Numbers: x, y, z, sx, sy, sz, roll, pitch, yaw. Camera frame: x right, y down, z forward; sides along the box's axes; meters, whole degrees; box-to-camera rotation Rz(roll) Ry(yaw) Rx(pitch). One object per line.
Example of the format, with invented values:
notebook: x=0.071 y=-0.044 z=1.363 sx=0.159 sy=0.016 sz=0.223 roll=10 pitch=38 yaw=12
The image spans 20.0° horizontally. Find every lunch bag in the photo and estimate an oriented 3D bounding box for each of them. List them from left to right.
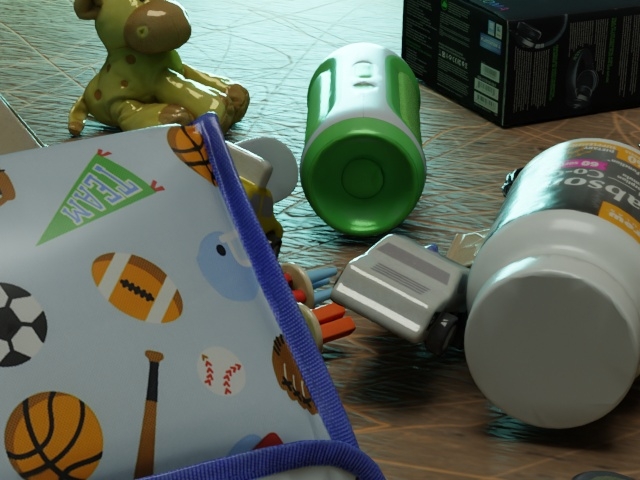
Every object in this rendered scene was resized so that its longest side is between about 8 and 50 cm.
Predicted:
lunch bag: x=-0.152 y=0.149 z=0.986 sx=0.328 sy=0.239 sz=0.385 roll=-11 pitch=67 yaw=-27

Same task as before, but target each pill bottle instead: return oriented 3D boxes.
pill bottle: x=0.206 y=0.032 z=1.465 sx=0.162 sy=0.162 sz=0.278 roll=6 pitch=23 yaw=13

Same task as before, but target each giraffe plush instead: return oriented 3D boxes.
giraffe plush: x=-0.192 y=-0.210 z=2.032 sx=0.210 sy=0.170 sz=0.181 roll=9 pitch=24 yaw=19

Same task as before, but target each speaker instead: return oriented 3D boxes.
speaker: x=0.044 y=-0.108 z=1.846 sx=0.131 sy=0.131 sz=0.296 roll=1 pitch=23 yaw=1

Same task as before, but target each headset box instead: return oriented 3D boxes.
headset box: x=0.279 y=-0.250 z=2.195 sx=0.283 sy=0.131 sz=0.246 roll=-9 pitch=25 yaw=-24

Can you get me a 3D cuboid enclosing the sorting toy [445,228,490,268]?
sorting toy: x=0.145 y=0.016 z=1.680 sx=0.062 sy=0.012 sz=0.083 roll=-8 pitch=32 yaw=29

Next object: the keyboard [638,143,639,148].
keyboard: x=0.346 y=-0.028 z=1.604 sx=0.038 sy=0.192 sz=0.100 roll=-40 pitch=31 yaw=0

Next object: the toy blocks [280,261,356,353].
toy blocks: x=-0.022 y=0.061 z=1.528 sx=0.148 sy=0.054 sz=0.123 roll=-16 pitch=27 yaw=-37

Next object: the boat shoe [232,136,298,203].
boat shoe: x=-0.148 y=-0.040 z=1.751 sx=0.258 sy=0.095 sz=0.084 roll=-8 pitch=-5 yaw=-27

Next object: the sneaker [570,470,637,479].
sneaker: x=0.276 y=0.196 z=1.118 sx=0.111 sy=0.121 sz=0.300 roll=-20 pitch=30 yaw=-41

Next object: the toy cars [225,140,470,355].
toy cars: x=0.000 y=0.000 z=1.414 sx=0.394 sy=0.087 sz=0.176 roll=21 pitch=7 yaw=-34

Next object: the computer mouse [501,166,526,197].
computer mouse: x=0.317 y=-0.029 z=1.752 sx=0.272 sy=0.072 sz=0.188 roll=-10 pitch=24 yaw=5

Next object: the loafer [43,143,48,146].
loafer: x=-0.255 y=-0.010 z=1.589 sx=0.366 sy=0.133 sz=0.130 roll=9 pitch=23 yaw=19

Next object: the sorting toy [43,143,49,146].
sorting toy: x=-0.293 y=-0.055 z=1.824 sx=0.208 sy=0.038 sz=0.193 roll=13 pitch=26 yaw=29

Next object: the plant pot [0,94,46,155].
plant pot: x=-0.229 y=0.047 z=1.338 sx=0.191 sy=0.284 sz=0.284 roll=-39 pitch=31 yaw=-4
